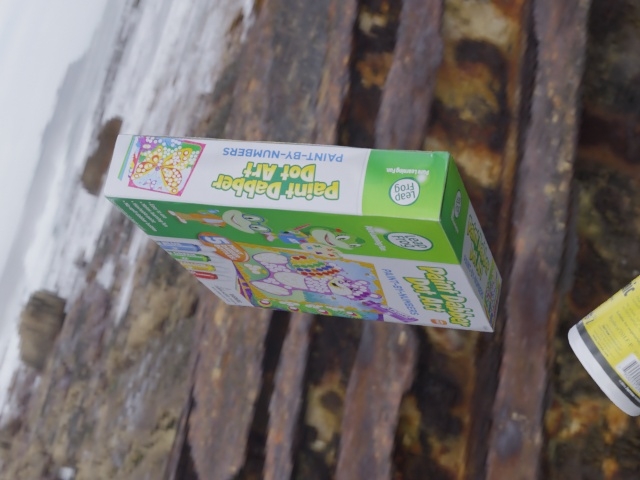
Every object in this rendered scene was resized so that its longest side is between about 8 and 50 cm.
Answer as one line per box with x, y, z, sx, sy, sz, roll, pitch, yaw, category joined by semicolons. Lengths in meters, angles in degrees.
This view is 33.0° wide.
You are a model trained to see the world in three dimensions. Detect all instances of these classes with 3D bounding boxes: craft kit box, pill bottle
0.000;0.000;0.830;0.250;0.246;0.061;51;-136;-62;craft kit box
0.208;0.044;0.626;0.116;0.065;0.065;-40;25;16;pill bottle
